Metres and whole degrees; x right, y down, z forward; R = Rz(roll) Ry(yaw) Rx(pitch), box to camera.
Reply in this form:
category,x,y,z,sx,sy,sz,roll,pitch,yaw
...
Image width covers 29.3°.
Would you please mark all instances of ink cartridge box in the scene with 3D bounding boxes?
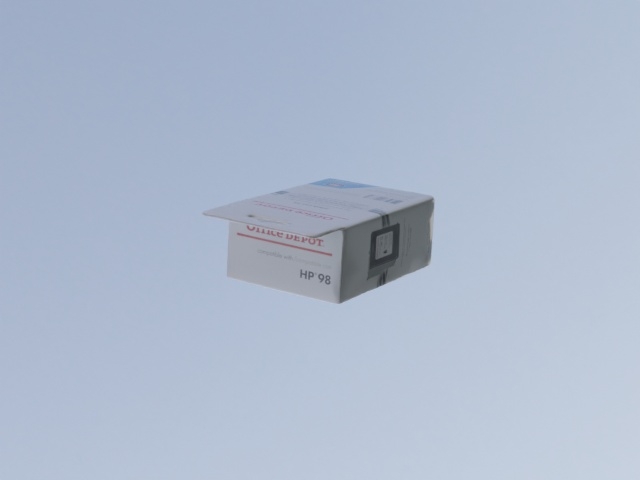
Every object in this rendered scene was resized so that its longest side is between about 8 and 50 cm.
category,x,y,z,sx,sy,sz,roll,pitch,yaw
ink cartridge box,0.000,0.000,0.934,0.180,0.104,0.060,-18,-64,-55
